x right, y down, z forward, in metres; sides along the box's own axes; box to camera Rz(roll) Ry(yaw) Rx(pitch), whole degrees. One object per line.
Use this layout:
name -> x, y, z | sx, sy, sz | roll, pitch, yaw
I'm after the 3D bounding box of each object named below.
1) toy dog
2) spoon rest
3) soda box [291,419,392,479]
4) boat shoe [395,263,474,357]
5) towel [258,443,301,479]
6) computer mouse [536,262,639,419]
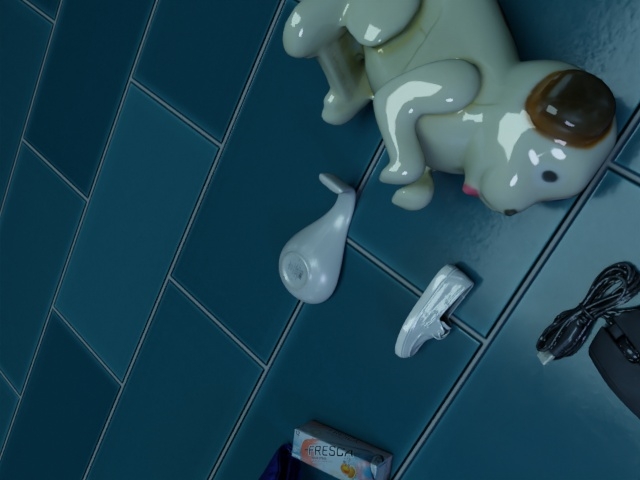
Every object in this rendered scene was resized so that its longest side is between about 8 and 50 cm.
toy dog -> 0.217, -0.206, 0.889 | 0.395, 0.284, 0.408 | -39, 66, -9
spoon rest -> 0.000, 0.000, 1.145 | 0.137, 0.084, 0.276 | 42, 128, 26
soda box -> 0.037, 0.395, 1.146 | 0.183, 0.063, 0.058 | 13, 101, 33
boat shoe -> 0.190, 0.128, 1.029 | 0.063, 0.066, 0.184 | 37, 103, 27
towel -> -0.132, 0.571, 1.195 | 0.076, 0.227, 0.308 | 30, 112, 0
computer mouse -> 0.444, 0.183, 0.850 | 0.272, 0.072, 0.188 | 47, 116, 22
